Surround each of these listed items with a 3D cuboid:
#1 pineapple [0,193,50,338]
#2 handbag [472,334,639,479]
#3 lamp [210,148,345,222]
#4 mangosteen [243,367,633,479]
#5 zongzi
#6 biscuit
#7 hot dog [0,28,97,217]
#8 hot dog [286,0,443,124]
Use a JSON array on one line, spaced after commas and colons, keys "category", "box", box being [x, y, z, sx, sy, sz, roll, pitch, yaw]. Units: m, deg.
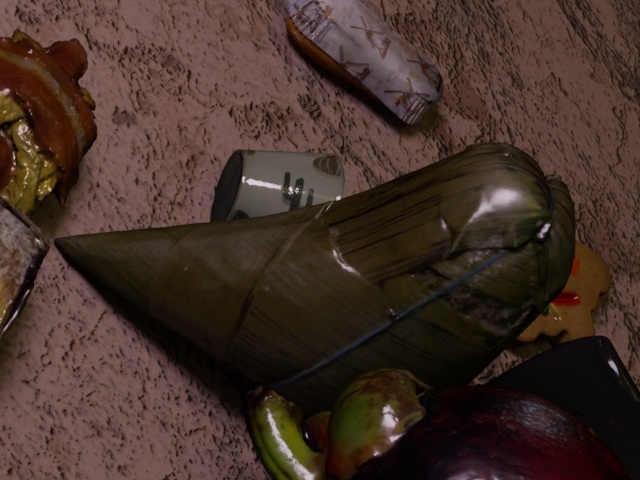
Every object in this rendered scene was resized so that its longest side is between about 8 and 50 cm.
[{"category": "pineapple", "box": [-0.300, 0.017, 1.502, 0.186, 0.114, 0.236, -12, 81, -46]}, {"category": "handbag", "box": [0.254, 0.219, 1.856, 0.223, 0.080, 0.247, -21, 76, -47]}, {"category": "lamp", "box": [0.013, -0.016, 1.770, 0.214, 0.121, 0.121, 18, 50, -16]}, {"category": "mangosteen", "box": [0.087, 0.246, 1.528, 0.359, 0.306, 0.306, 32, 44, -9]}, {"category": "zongzi", "box": [0.000, 0.000, 1.611, 0.360, 0.323, 0.160, 31, 33, -14]}, {"category": "biscuit", "box": [0.204, 0.006, 1.992, 0.212, 0.041, 0.239, -28, 83, -46]}, {"category": "hot dog", "box": [-0.251, -0.104, 1.618, 0.146, 0.103, 0.213, 38, 42, -14]}, {"category": "hot dog", "box": [0.044, -0.192, 1.975, 0.191, 0.059, 0.108, 37, 42, -18]}]
